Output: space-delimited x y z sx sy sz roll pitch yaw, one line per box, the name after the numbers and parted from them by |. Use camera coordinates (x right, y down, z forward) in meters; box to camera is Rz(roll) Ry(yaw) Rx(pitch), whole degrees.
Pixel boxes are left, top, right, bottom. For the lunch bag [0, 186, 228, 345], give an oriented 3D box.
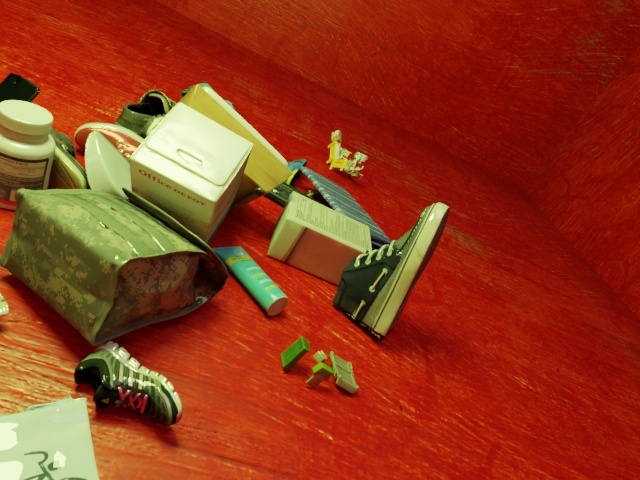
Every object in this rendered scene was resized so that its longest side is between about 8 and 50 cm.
-0.320 0.021 0.767 0.235 0.168 0.287 32 17 19 | lunch bag

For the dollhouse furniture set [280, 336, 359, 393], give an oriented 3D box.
0.001 0.248 0.858 0.152 0.058 0.076 38 15 -28 | dollhouse furniture set

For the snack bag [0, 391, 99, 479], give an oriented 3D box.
-0.357 0.314 0.399 0.323 0.037 0.342 3 39 -42 | snack bag

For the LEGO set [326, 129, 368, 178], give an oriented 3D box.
0.105 -0.325 1.786 0.107 0.132 0.287 24 21 -31 | LEGO set

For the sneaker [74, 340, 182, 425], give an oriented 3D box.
-0.271 0.210 0.622 0.170 0.063 0.075 32 27 13 | sneaker

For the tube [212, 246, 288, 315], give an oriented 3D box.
-0.150 0.077 0.972 0.207 0.052 0.080 42 23 32 | tube

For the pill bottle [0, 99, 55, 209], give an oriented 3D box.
-0.549 -0.155 0.818 0.108 0.180 0.108 23 29 -14 | pill bottle

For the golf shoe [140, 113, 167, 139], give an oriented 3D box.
-0.333 -0.249 1.195 0.273 0.105 0.120 18 16 -43 | golf shoe

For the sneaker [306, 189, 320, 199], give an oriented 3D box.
-0.032 -0.147 1.462 0.037 0.031 0.083 25 21 18 | sneaker

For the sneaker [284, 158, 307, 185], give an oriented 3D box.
-0.103 -0.242 1.501 0.082 0.069 0.209 26 27 3 | sneaker

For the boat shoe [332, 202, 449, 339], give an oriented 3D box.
0.147 0.048 1.007 0.158 0.340 0.127 30 15 20 | boat shoe

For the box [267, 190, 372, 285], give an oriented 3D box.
0.000 0.000 1.146 0.233 0.126 0.148 24 29 -11 | box

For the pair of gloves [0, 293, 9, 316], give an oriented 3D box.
-0.574 0.059 0.597 0.240 0.042 0.204 40 30 19 | pair of gloves

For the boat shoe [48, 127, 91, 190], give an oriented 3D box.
-0.562 -0.185 0.940 0.285 0.102 0.092 33 32 18 | boat shoe

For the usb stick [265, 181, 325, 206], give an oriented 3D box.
-0.110 -0.139 1.346 0.278 0.045 0.077 30 51 -1 | usb stick

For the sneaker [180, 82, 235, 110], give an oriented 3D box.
-0.394 -0.450 1.557 0.125 0.104 0.262 -24 53 -36 | sneaker

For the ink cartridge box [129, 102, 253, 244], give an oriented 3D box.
-0.267 -0.119 0.922 0.171 0.232 0.168 28 58 -7 | ink cartridge box

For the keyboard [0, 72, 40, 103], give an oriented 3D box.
-0.660 -0.256 0.911 0.100 0.192 0.038 37 -10 3 | keyboard

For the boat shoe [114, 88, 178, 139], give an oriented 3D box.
-0.450 -0.347 1.272 0.132 0.130 0.355 28 28 -6 | boat shoe

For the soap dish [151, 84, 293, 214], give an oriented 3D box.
-0.245 -0.196 1.067 0.291 0.229 0.118 41 52 -27 | soap dish

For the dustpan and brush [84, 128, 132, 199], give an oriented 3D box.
-0.431 -0.097 0.910 0.147 0.060 0.211 71 -1 -67 | dustpan and brush

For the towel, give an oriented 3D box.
0.080 -0.099 1.422 0.243 0.040 0.336 23 23 -47 | towel

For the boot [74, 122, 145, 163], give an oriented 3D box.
-0.455 -0.180 1.052 0.244 0.088 0.176 20 31 -26 | boot
